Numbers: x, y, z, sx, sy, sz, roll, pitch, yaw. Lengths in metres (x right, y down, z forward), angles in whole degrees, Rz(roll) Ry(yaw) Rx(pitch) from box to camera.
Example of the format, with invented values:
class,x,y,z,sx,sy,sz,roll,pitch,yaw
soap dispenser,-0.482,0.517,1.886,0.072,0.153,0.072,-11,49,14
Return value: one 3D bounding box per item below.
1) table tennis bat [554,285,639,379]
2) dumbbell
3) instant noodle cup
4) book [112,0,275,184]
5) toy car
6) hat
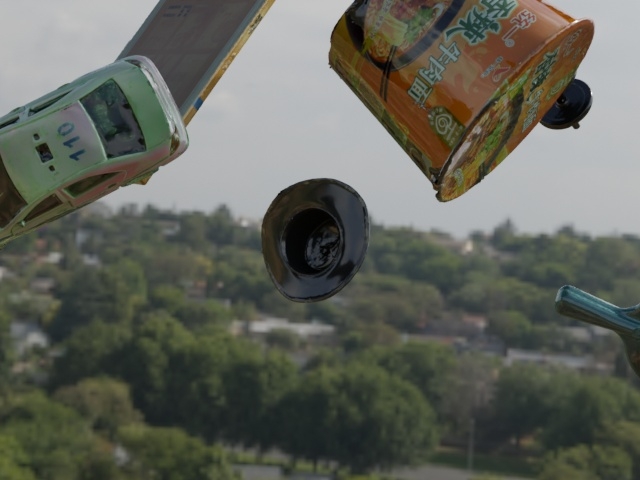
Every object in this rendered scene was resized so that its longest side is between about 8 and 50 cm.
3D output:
class,x,y,z,sx,sy,sz,roll,pitch,yaw
table tennis bat,0.324,0.091,1.317,0.201,0.124,0.033,21,28,17
dumbbell,0.260,-0.167,1.499,0.069,0.069,0.147,3,-29,34
instant noodle cup,0.129,-0.181,1.342,0.182,0.230,0.230,43,11,14
book,-0.155,-0.152,1.291,0.170,0.242,0.018,8,-33,46
toy car,-0.214,-0.060,1.035,0.224,0.090,0.076,-25,2,8
hat,0.000,0.000,1.273,0.121,0.121,0.050,3,-1,23
